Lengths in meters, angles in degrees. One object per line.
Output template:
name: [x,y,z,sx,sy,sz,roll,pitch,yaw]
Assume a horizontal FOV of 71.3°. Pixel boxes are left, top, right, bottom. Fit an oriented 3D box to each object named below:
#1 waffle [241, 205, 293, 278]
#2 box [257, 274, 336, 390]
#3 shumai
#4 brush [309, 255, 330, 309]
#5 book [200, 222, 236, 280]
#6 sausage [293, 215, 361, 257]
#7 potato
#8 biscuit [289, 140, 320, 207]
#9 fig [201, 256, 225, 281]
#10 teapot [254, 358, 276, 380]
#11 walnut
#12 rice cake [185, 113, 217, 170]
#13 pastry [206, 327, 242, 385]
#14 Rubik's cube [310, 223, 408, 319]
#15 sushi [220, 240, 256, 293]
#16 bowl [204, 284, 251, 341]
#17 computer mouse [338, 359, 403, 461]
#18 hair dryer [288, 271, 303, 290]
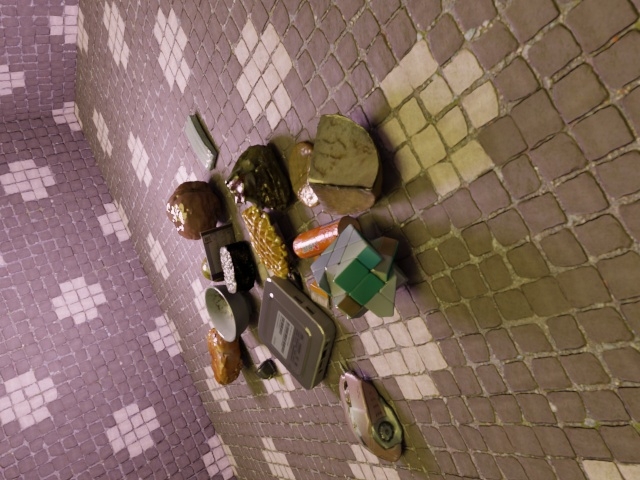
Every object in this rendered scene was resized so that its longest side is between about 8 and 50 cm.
waffle: [-0.210,0.003,1.703,0.329,0.062,0.329,49,157,28]
box: [-0.111,0.368,1.785,0.373,0.090,0.368,39,133,33]
shumai: [-0.234,-0.199,1.559,0.189,0.218,0.256,-32,85,49]
brush: [-0.007,0.116,1.594,0.103,0.013,0.273,24,125,45]
book: [-0.450,0.051,2.026,0.026,0.157,0.232,14,119,51]
sausage: [0.000,0.000,1.442,0.312,0.092,0.093,-19,93,53]
potato: [0.089,-0.190,1.233,0.189,0.211,0.264,8,164,13]
biscuit: [-0.045,-0.211,1.437,0.219,0.033,0.220,32,128,51]
fig: [-0.527,0.127,2.235,0.245,0.149,0.150,-159,54,-70]
teapot: [-0.256,0.630,2.167,0.091,0.124,0.092,45,100,5]
walnut: [-0.574,-0.136,2.032,0.273,0.226,0.274,35,140,37]
rice cake: [-0.532,-0.431,1.975,0.237,0.043,0.127,58,146,15]
pastry: [-0.508,0.614,2.407,0.255,0.161,0.311,-26,76,66]
Rubik's cube: [0.122,0.092,1.244,0.213,0.265,0.224,39,-170,-21]
sushi: [-0.360,0.118,1.968,0.124,0.127,0.225,-6,95,55]
bowl: [-0.427,0.331,2.159,0.289,0.146,0.290,27,127,42]
computer mouse: [0.149,0.604,1.565,0.389,0.114,0.199,58,141,12]
hair dryer: [-0.100,0.154,1.737,0.083,0.031,0.079,10,125,66]
